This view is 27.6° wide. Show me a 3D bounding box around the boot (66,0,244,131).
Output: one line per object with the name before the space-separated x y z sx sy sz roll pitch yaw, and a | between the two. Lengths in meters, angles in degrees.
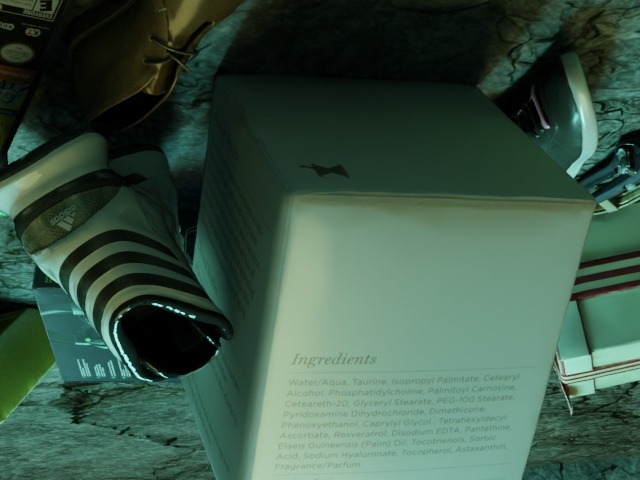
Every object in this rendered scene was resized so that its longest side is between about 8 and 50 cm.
boot | -0.134 -0.200 1.239 0.112 0.115 0.305 14 149 -39

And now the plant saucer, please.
plant saucer | -0.575 0.208 1.996 0.333 0.081 0.333 -16 -163 19

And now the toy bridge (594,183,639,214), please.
toy bridge | 0.413 -0.060 1.876 0.188 0.026 0.063 -17 159 24

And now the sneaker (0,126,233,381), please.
sneaker | -0.205 0.035 1.407 0.169 0.257 0.447 -31 177 4

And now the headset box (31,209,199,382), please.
headset box | -0.242 0.080 1.761 0.283 0.131 0.246 -1 144 1

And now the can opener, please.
can opener | 0.401 -0.086 1.762 0.073 0.059 0.186 3 156 -25

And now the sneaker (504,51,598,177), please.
sneaker | 0.237 -0.125 1.546 0.147 0.104 0.296 -12 163 -2

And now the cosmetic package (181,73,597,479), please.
cosmetic package | 0.048 0.059 1.429 0.327 0.329 0.393 1 117 -18

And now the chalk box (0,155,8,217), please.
chalk box | -0.465 -0.072 1.432 0.213 0.132 0.132 -19 156 25

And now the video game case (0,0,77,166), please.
video game case | -0.395 -0.175 1.211 0.275 0.035 0.248 8 133 -33

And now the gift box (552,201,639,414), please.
gift box | 0.444 0.108 2.004 0.258 0.255 0.276 -12 152 7
